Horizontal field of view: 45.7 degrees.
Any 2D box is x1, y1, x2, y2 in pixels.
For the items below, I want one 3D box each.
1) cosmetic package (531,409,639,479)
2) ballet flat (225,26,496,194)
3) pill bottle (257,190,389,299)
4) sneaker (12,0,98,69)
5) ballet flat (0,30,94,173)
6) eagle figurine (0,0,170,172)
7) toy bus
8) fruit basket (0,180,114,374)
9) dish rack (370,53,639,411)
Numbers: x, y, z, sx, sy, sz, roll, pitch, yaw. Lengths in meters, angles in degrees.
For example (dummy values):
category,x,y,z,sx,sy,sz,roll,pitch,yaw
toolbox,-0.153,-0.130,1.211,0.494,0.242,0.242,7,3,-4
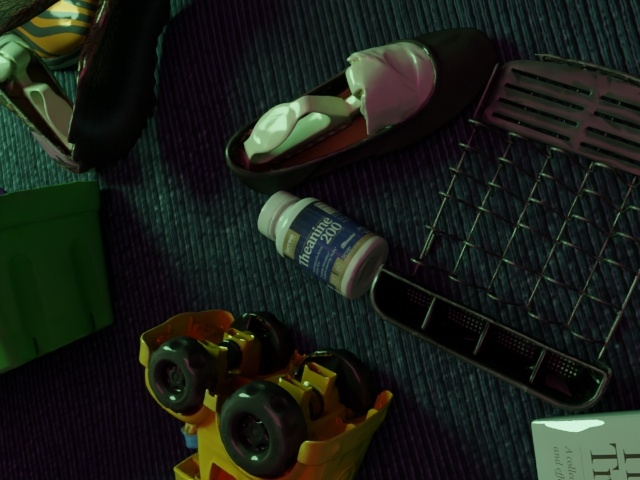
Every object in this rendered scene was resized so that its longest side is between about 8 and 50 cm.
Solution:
category,x,y,z,sx,sy,sz,roll,pitch,yaw
cosmetic package,0.301,0.292,0.471,0.284,0.097,0.378,-16,72,40
ballet flat,0.029,-0.119,0.712,0.280,0.096,0.095,-27,73,21
pill bottle,0.000,0.000,0.730,0.120,0.067,0.067,31,99,24
sneaker,-0.409,-0.291,0.889,0.321,0.180,0.125,14,91,26
ballet flat,-0.320,-0.168,0.844,0.077,0.079,0.221,-45,105,-24
eagle figurine,-0.234,-0.256,0.777,0.226,0.225,0.298,45,104,22
toy bus,-0.068,0.192,0.718,0.220,0.149,0.212,24,112,27
fruit basket,-0.457,-0.003,0.826,0.391,0.283,0.393,3,100,19
dish rack,0.185,-0.021,0.641,0.208,0.074,0.272,25,96,24
